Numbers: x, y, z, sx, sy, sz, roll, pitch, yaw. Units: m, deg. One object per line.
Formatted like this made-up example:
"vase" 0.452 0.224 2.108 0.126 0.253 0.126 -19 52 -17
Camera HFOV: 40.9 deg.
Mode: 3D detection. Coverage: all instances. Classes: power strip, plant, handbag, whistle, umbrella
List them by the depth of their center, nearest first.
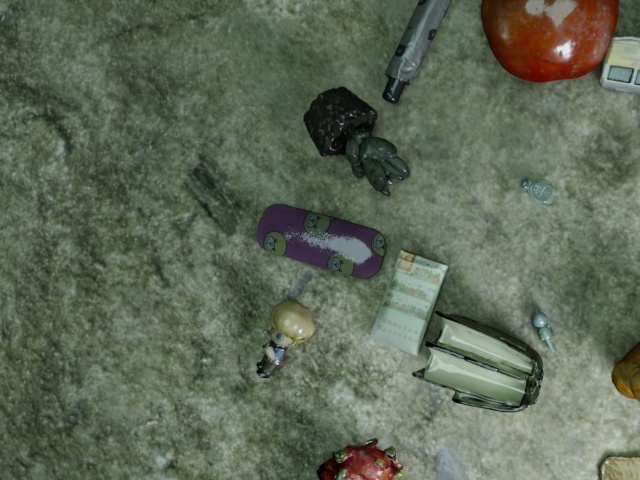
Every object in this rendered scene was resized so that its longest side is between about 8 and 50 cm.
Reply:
"handbag" 0.342 0.258 1.777 0.237 0.358 0.160 18 89 16
"whistle" 0.497 0.201 1.905 0.035 0.035 0.100 -23 82 13
"power strip" 0.487 -0.114 1.933 0.083 0.035 0.055 27 94 2
"plant" 0.084 -0.220 1.983 0.274 0.146 0.149 49 143 11
"umbrella" 0.230 -0.479 2.002 0.073 0.067 0.337 28 96 26

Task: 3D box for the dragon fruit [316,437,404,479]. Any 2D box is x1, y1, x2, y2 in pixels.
"dragon fruit" 0.093 0.523 1.934 0.172 0.166 0.160 -28 35 -18

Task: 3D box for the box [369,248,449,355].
"box" 0.205 0.143 1.989 0.122 0.032 0.220 20 93 16

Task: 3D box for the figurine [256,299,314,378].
"figurine" -0.096 0.231 2.036 0.108 0.114 0.196 33 107 -9

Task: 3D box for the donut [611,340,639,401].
"donut" 0.745 0.316 1.709 0.317 0.299 0.150 36 85 -13

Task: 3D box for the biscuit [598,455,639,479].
"biscuit" 0.717 0.576 1.820 0.232 0.013 0.236 -5 87 22

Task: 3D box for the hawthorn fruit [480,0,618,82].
"hawthorn fruit" 0.488 -0.474 1.833 0.284 0.284 0.284 -1 86 15

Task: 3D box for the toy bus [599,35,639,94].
"toy bus" 0.777 -0.359 1.829 0.343 0.097 0.138 15 93 16

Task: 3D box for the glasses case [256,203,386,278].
"glasses case" 0.000 0.000 2.030 0.317 0.076 0.123 15 91 16
